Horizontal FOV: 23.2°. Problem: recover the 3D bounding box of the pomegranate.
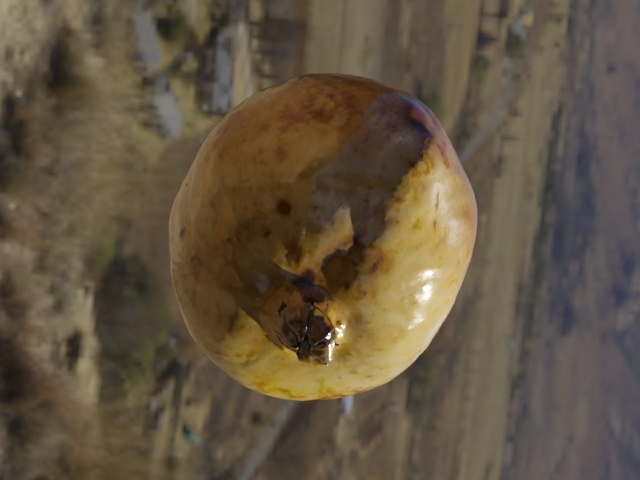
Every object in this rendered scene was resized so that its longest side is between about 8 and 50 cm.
[{"bbox_3d":[0.000,0.000,1.142,0.248,0.248,0.248,7,90,-78],"label":"pomegranate"}]
